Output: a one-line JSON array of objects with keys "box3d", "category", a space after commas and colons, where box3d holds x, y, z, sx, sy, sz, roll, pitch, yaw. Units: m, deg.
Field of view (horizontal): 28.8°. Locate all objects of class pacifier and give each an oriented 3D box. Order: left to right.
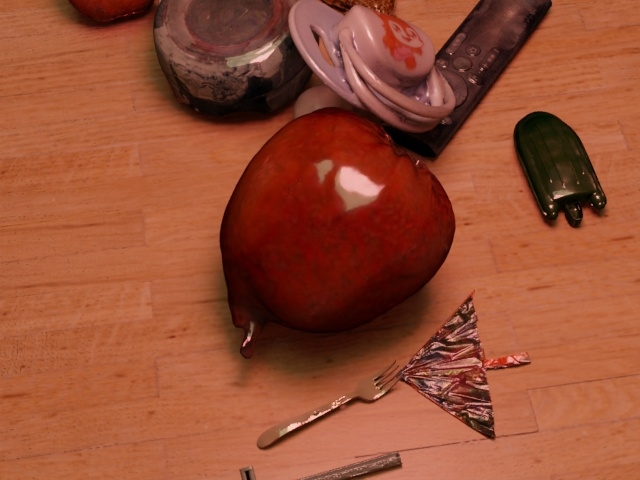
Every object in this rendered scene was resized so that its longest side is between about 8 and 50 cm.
[{"box3d": [0.049, -0.223, 1.842, 0.299, 0.233, 0.244, 9, 52, -42], "category": "pacifier"}]

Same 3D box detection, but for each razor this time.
[{"box3d": [0.005, 0.310, 1.618, 0.211, 0.036, 0.084, -13, 82, -15], "category": "razor"}]

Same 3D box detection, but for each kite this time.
[{"box3d": [0.196, 0.168, 1.717, 0.189, 0.009, 0.232, -6, 57, -3], "category": "kite"}]

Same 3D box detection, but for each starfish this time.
[{"box3d": [0.087, -0.360, 2.033, 0.238, 0.057, 0.213, 25, 68, 16], "category": "starfish"}]

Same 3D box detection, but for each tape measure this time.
[{"box3d": [-0.130, -0.322, 1.949, 0.256, 0.147, 0.275, -9, 59, 3], "category": "tape measure"}]

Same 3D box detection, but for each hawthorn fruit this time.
[{"box3d": [-0.344, -0.444, 2.020, 0.172, 0.173, 0.173, 0, 57, 0], "category": "hawthorn fruit"}, {"box3d": [0.014, -0.018, 1.692, 0.308, 0.325, 0.308, 30, 33, -22], "category": "hawthorn fruit"}]

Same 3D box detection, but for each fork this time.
[{"box3d": [0.014, 0.227, 1.676, 0.219, 0.028, 0.034, -27, 69, -12], "category": "fork"}]

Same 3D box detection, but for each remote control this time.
[{"box3d": [0.236, -0.283, 1.990, 0.107, 0.044, 0.377, 26, 60, 23], "category": "remote control"}]

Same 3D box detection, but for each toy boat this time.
[{"box3d": [0.355, -0.116, 1.878, 0.104, 0.052, 0.210, -14, 57, -6], "category": "toy boat"}]
